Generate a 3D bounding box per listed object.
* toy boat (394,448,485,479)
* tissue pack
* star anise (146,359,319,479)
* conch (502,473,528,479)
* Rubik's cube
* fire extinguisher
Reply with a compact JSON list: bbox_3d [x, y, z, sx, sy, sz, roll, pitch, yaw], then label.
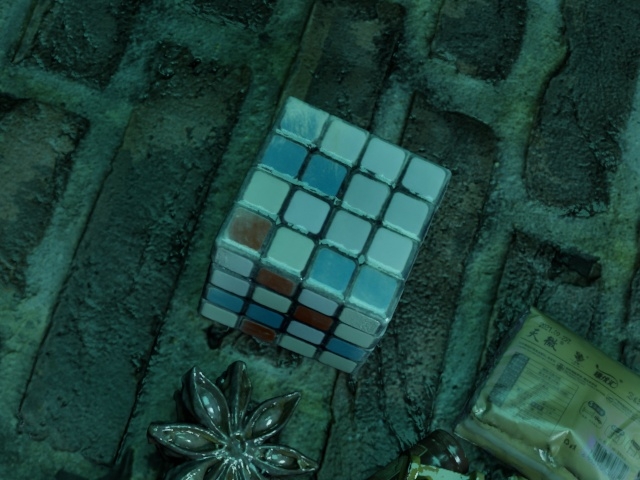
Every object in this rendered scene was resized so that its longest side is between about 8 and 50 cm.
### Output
[{"bbox_3d":[0.118,0.495,1.681,0.136,0.162,0.445,16,78,-8],"label":"toy boat"},{"bbox_3d":[0.348,0.244,1.892,0.257,0.123,0.215,34,63,4],"label":"tissue pack"},{"bbox_3d":[-0.125,0.281,1.788,0.223,0.109,0.236,38,66,-9],"label":"star anise"},{"bbox_3d":[0.254,0.387,1.821,0.153,0.102,0.135,56,50,-21],"label":"conch"},{"bbox_3d":[-0.001,0.000,1.854,0.256,0.253,0.259,23,65,-2],"label":"Rubik's cube"},{"bbox_3d":[0.075,0.340,1.821,0.252,0.075,0.106,-31,73,-21],"label":"fire extinguisher"}]
